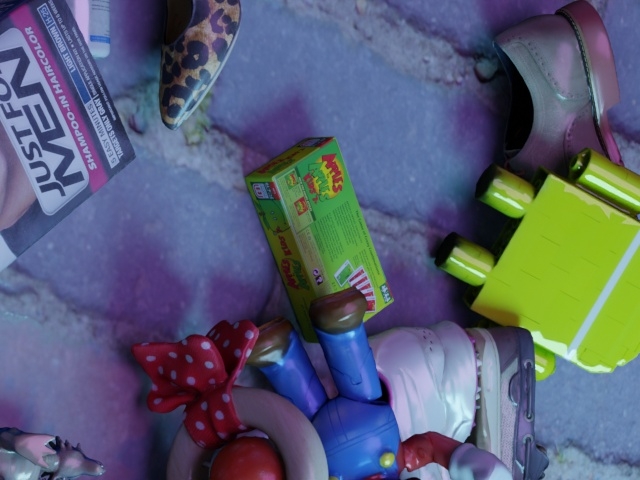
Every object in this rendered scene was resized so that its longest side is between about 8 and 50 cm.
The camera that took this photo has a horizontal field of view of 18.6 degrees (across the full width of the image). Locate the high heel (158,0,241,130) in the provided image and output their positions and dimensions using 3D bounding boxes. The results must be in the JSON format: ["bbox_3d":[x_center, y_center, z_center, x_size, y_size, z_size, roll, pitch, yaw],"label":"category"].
[{"bbox_3d":[-0.158,-0.244,1.744,0.186,0.093,0.261,20,80,-29],"label":"high heel"}]

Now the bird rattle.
[{"bbox_3d":[-0.078,0.200,1.745,0.143,0.207,0.253,25,83,-58],"label":"bird rattle"}]

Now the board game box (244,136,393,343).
[{"bbox_3d":[0.000,0.000,1.905,0.092,0.043,0.181,-34,113,-37],"label":"board game box"}]

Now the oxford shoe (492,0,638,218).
[{"bbox_3d":[0.257,-0.079,2.116,0.130,0.123,0.348,-16,105,-13],"label":"oxford shoe"}]

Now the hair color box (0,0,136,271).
[{"bbox_3d":[-0.308,-0.051,1.542,0.347,0.105,0.174,-46,120,-45],"label":"hair color box"}]

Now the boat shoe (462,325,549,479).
[{"bbox_3d":[0.192,0.226,2.026,0.092,0.103,0.285,-8,98,-18],"label":"boat shoe"}]

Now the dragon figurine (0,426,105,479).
[{"bbox_3d":[-0.306,0.169,1.602,0.289,0.144,0.085,21,77,-21],"label":"dragon figurine"}]

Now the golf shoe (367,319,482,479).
[{"bbox_3d":[0.080,0.232,1.956,0.140,0.115,0.306,1,89,-25],"label":"golf shoe"}]

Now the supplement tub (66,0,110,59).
[{"bbox_3d":[-0.217,-0.211,1.688,0.071,0.071,0.107,-1,91,-42],"label":"supplement tub"}]

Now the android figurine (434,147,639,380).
[{"bbox_3d":[0.264,0.032,2.056,0.273,0.056,0.248,26,99,-16],"label":"android figurine"}]

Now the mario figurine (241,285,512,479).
[{"bbox_3d":[0.045,0.208,1.809,0.170,0.198,0.320,-26,89,-49],"label":"mario figurine"}]
